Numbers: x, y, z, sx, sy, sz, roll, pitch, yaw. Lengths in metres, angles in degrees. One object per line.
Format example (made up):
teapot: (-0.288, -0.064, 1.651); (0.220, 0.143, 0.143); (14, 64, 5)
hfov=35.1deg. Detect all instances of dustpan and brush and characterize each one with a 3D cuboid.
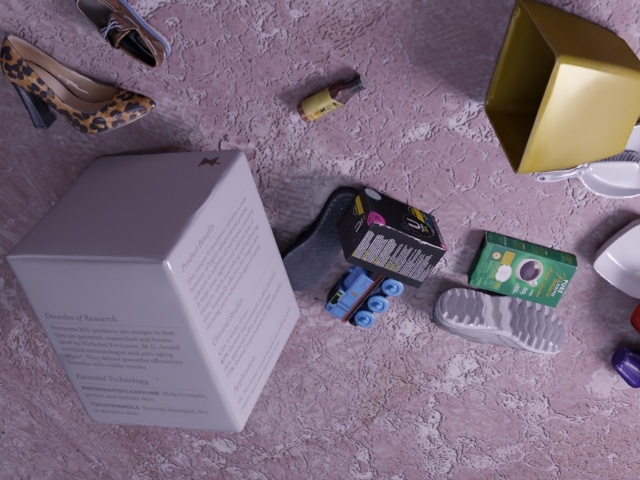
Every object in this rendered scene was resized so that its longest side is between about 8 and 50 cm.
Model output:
dustpan and brush: (0.482, -0.129, 1.776); (0.211, 0.060, 0.147); (-3, 125, 9)

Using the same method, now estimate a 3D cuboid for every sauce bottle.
sauce bottle: (0.021, -0.248, 1.757); (0.128, 0.042, 0.042); (-25, 119, 24)

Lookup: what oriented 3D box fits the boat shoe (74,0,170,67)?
boat shoe: (-0.336, -0.359, 1.705); (0.183, 0.066, 0.066); (32, 123, -16)

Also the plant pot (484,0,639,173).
plant pot: (0.403, -0.241, 1.628); (0.187, 0.212, 0.212); (4, 127, -12)

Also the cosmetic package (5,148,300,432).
cosmetic package: (-0.279, 0.087, 1.825); (0.327, 0.329, 0.393); (0, 126, 25)

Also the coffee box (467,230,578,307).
coffee box: (0.385, 0.057, 1.934); (0.184, 0.040, 0.113); (14, 126, -3)

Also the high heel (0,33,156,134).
high heel: (-0.426, -0.280, 1.753); (0.261, 0.093, 0.186); (-1, 132, 18)

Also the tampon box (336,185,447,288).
tampon box: (0.128, -0.005, 1.850); (0.161, 0.120, 0.101); (21, 119, -23)

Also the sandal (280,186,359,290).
sandal: (0.001, 0.000, 1.941); (0.097, 0.054, 0.254); (30, 114, -23)

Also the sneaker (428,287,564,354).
sneaker: (0.348, 0.159, 1.999); (0.281, 0.105, 0.115); (18, 160, -11)

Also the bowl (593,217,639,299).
bowl: (0.594, 0.026, 1.879); (0.142, 0.053, 0.142); (34, 123, -17)

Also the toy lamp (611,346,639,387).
toy lamp: (0.706, 0.300, 2.047); (0.275, 0.080, 0.080); (31, 123, -14)

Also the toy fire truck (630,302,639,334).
toy fire truck: (0.736, 0.169, 1.892); (0.302, 0.169, 0.254); (-39, 143, 2)

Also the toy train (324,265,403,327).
toy train: (0.091, 0.092, 1.974); (0.105, 0.080, 0.184); (32, 123, -9)
